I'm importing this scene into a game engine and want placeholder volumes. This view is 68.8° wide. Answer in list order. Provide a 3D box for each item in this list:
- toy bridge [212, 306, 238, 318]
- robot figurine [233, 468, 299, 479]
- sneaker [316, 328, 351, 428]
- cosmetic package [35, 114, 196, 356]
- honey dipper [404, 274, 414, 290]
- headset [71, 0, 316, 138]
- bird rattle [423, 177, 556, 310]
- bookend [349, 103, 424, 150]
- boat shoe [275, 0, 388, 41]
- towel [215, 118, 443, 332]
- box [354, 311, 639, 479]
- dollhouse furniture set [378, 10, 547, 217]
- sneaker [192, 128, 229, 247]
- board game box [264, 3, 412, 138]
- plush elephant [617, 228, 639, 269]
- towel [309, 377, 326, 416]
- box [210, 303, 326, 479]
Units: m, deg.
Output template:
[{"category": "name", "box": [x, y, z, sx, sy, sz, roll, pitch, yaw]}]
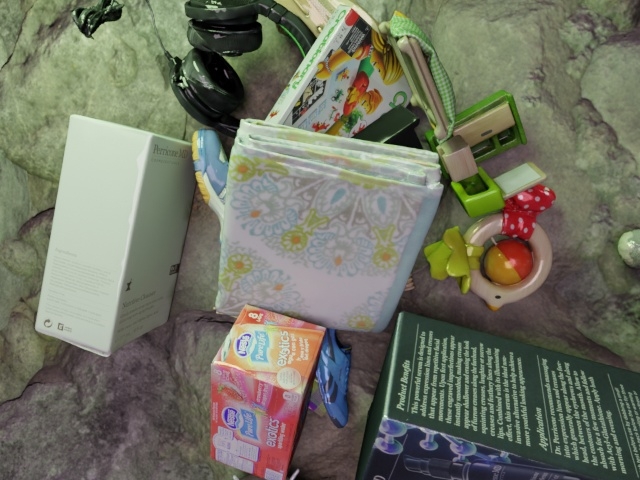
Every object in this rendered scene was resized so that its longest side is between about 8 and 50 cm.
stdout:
[{"category": "toy bridge", "box": [-0.122, 0.144, 0.921, 0.188, 0.063, 0.026, 5, 97, 8]}, {"category": "robot figurine", "box": [-0.114, 0.610, 0.898, 0.300, 0.200, 0.353, 0, 98, -30]}, {"category": "sneaker", "box": [0.032, 0.256, 0.903, 0.082, 0.069, 0.209, -16, 89, 0]}, {"category": "cosmetic package", "box": [-0.362, -0.017, 0.867, 0.156, 0.217, 0.385, 17, 100, 7]}, {"category": "honey dipper", "box": [0.147, 0.015, 0.883, 0.030, 0.030, 0.160, -13, 92, 10]}, {"category": "headset", "box": [-0.189, -0.306, 0.792, 0.394, 0.185, 0.243, 25, 127, -7]}, {"category": "bird rattle", "box": [0.319, 0.008, 0.833, 0.253, 0.143, 0.207, -37, 101, -2]}, {"category": "bookend", "box": [0.117, -0.123, 0.818, 0.157, 0.072, 0.156, -35, 129, 5]}, {"category": "boat shoe", "box": [-0.043, -0.420, 0.820, 0.341, 0.121, 0.110, 40, 99, 2]}, {"category": "towel", "box": [0.000, 0.000, 0.777, 0.320, 0.090, 0.374, 10, 125, -5]}, {"category": "box", "box": [0.276, 0.329, 0.748, 0.395, 0.212, 0.293, 13, 128, 8]}, {"category": "dollhouse furniture set", "box": [0.224, -0.218, 0.706, 0.151, 0.197, 0.301, -26, 119, 13]}, {"category": "sneaker", "box": [-0.146, -0.077, 0.890, 0.131, 0.112, 0.296, -18, 102, 3]}, {"category": "board game box", "box": [0.021, -0.208, 0.806, 0.193, 0.053, 0.305, 26, 106, -36]}, {"category": "plush elephant", "box": [0.585, 0.132, 0.653, 0.255, 0.330, 0.272, -40, 95, -20]}, {"category": "towel", "box": [-0.013, 0.311, 0.948, 0.083, 0.009, 0.060, 38, 99, 3]}, {"category": "box", "box": [-0.099, 0.279, 0.829, 0.154, 0.142, 0.300, 15, 128, 7]}]
